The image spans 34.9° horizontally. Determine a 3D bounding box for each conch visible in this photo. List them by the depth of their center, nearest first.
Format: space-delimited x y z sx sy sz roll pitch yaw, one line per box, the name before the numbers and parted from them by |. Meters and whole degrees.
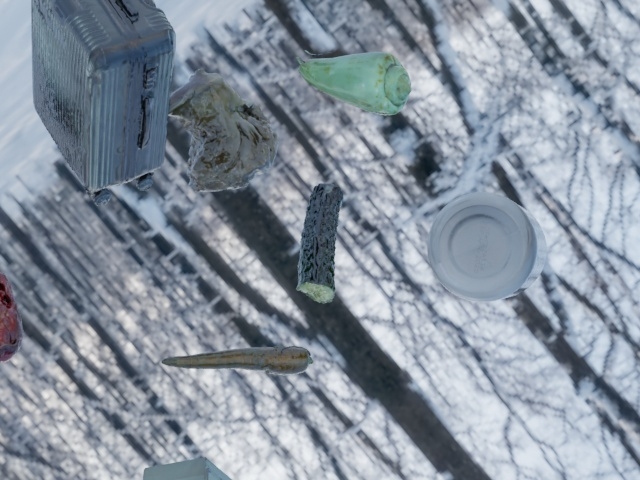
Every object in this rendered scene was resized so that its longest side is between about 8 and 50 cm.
conch | 0.052 -0.209 1.330 0.170 0.105 0.079 21 -93 33

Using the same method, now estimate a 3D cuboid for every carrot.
carrot | -0.129 0.190 1.604 0.254 0.049 0.049 3 169 -26

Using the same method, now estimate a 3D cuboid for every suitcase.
suitcase | -0.289 -0.209 1.330 0.128 0.202 0.312 -22 153 -28

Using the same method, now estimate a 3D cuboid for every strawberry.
strawberry | -0.682 0.149 2.010 0.205 0.244 0.205 -33 147 -25

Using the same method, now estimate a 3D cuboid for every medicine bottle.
medicine bottle | 0.263 0.013 1.556 0.157 0.157 0.288 -37 169 12

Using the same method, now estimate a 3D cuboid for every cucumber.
cucumber | 0.000 0.000 1.445 0.058 0.058 0.187 -31 -141 38

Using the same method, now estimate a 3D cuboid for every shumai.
shumai | -0.167 -0.186 1.662 0.166 0.176 0.206 -19 -145 7

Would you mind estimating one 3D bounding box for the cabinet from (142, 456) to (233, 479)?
cabinet | -0.248 0.545 1.945 0.150 0.145 0.206 -13 -126 16
